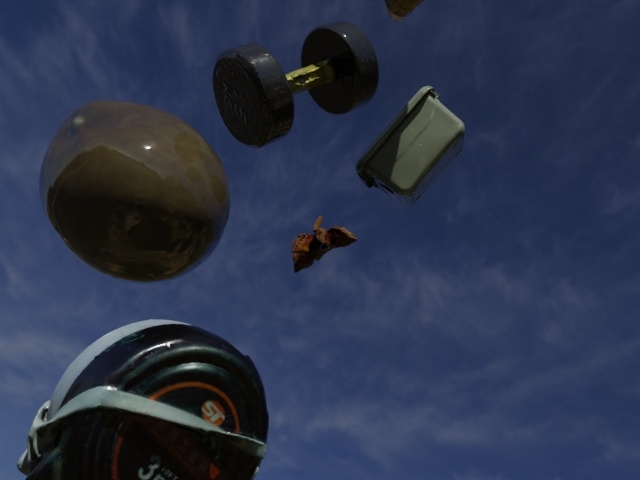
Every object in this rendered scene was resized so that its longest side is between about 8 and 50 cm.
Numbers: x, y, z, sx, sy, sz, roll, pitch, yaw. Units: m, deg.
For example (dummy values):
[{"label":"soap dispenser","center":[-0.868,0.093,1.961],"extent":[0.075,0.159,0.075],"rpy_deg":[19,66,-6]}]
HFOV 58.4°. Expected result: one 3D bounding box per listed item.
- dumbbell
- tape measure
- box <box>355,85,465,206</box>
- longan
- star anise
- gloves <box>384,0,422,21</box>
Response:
[{"label":"dumbbell","center":[-0.049,-0.341,1.237],"extent":[0.204,0.322,0.203],"rpy_deg":[34,-41,37]},{"label":"tape measure","center":[-0.133,0.159,0.474],"extent":[0.107,0.181,0.182],"rpy_deg":[6,-47,51]},{"label":"box","center":[0.145,-0.134,0.875],"extent":[0.093,0.124,0.172],"rpy_deg":[42,-86,15]},{"label":"longan","center":[-0.199,-0.051,0.626],"extent":[0.220,0.196,0.196],"rpy_deg":[31,-39,31]},{"label":"star anise","center":[-0.002,0.006,1.586],"extent":[0.111,0.196,0.212],"rpy_deg":[56,-18,-9]},{"label":"gloves","center":[0.109,-0.432,0.771],"extent":[0.203,0.155,0.356],"rpy_deg":[40,-31,-17]}]
